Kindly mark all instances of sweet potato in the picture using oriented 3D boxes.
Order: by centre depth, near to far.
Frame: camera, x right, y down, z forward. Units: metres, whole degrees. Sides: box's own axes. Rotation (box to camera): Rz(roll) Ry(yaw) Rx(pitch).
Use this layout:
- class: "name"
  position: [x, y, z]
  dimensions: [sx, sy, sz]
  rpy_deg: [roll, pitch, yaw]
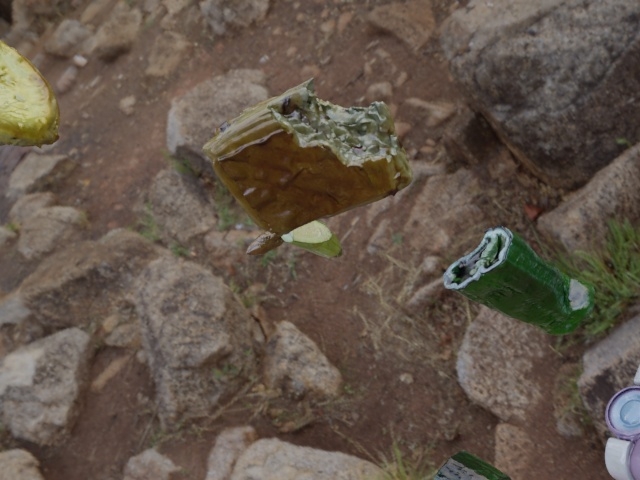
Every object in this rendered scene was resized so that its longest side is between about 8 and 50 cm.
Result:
- class: "sweet potato"
  position: [-0.128, -0.012, 1.930]
  dimensions: [0.206, 0.060, 0.068]
  rpy_deg: [-38, -7, -37]

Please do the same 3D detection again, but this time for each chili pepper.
- class: "chili pepper"
  position: [0.340, 0.078, 1.099]
  dimensions: [0.136, 0.270, 0.099]
  rpy_deg: [-55, 31, 20]

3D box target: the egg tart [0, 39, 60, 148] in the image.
- class: "egg tart"
  position: [-0.589, -0.247, 1.149]
  dimensions: [0.120, 0.315, 0.315]
  rpy_deg: [-43, 37, 22]

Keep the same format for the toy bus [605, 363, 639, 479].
- class: "toy bus"
  position: [0.349, 0.144, 0.584]
  dimensions: [0.142, 0.142, 0.203]
  rpy_deg: [-2, 54, 59]

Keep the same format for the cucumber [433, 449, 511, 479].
- class: "cucumber"
  position: [0.317, 0.553, 1.472]
  dimensions: [0.130, 0.191, 0.191]
  rpy_deg: [18, 74, 43]

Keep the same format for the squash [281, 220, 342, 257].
- class: "squash"
  position: [0.001, -0.003, 1.669]
  dimensions: [0.075, 0.200, 0.090]
  rpy_deg: [-53, 43, 15]

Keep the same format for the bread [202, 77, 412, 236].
- class: "bread"
  position: [-0.022, -0.196, 1.459]
  dimensions: [0.369, 0.314, 0.192]
  rpy_deg: [-23, 36, 14]
